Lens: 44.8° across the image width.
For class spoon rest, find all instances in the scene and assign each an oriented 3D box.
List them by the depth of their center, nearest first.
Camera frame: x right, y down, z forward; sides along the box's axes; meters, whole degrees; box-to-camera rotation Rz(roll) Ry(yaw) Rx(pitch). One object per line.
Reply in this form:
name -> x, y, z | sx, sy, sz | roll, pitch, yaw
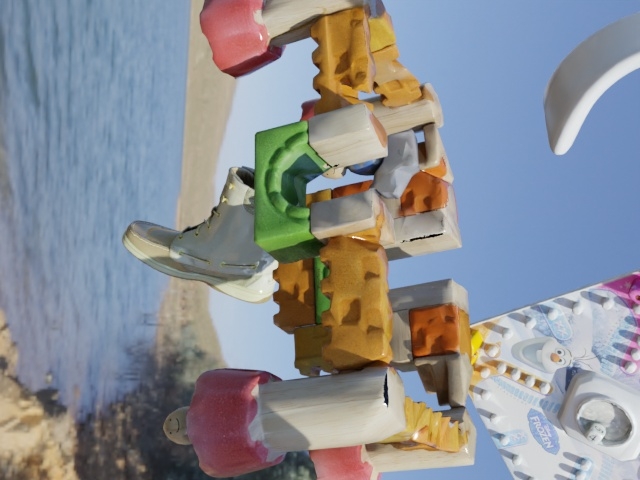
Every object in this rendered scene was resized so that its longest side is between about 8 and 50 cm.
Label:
spoon rest -> 0.269, -0.078, 0.423 | 0.084, 0.276, 0.137 | 94, 2, -48

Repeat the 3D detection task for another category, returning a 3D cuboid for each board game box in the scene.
board game box -> 0.407, 0.260, 1.112 | 0.390, 0.050, 0.390 | -25, -85, 38

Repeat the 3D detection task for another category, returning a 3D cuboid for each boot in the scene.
boot -> -0.141, -0.025, 1.004 | 0.077, 0.213, 0.165 | -68, 179, -63

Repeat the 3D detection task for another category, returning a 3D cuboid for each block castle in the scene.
block castle -> 0.000, 0.000, 0.758 | 0.303, 0.212, 0.454 | 38, 45, -58
